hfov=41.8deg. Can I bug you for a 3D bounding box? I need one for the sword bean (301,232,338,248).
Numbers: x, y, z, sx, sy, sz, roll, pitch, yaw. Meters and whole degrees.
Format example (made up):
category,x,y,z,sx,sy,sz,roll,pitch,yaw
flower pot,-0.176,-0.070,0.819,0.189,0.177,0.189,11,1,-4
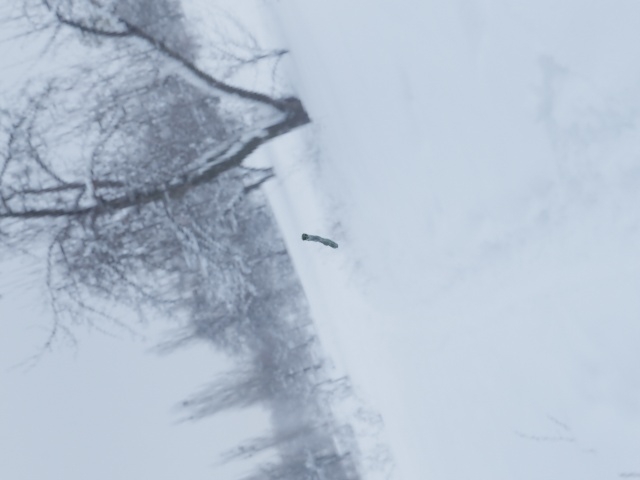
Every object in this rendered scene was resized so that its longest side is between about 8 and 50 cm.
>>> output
category,x,y,z,sx,sy,sz,roll,pitch,yaw
sword bean,0.000,0.000,1.068,0.083,0.012,0.012,15,-132,-58
